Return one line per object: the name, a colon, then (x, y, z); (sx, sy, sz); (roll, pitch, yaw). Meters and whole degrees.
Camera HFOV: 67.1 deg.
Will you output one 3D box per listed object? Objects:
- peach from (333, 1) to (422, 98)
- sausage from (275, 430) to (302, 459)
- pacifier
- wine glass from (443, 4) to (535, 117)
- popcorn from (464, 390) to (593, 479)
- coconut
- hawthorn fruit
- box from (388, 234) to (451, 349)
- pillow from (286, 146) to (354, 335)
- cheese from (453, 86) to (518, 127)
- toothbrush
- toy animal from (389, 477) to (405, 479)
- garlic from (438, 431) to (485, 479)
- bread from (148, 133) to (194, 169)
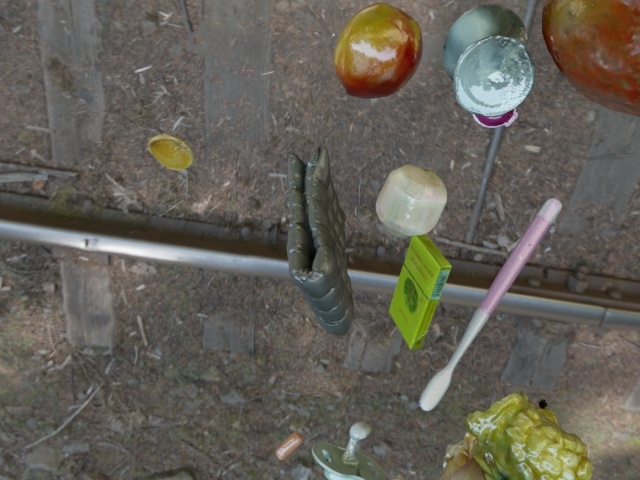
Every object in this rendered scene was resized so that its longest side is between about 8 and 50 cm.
peach: (0.197, -0.655, 1.699); (0.307, 0.308, 0.332); (36, 119, -13)
sausage: (-0.079, 0.514, 1.211); (0.034, 0.034, 0.083); (41, 99, -15)
pacifier: (0.060, 0.393, 0.904); (0.150, 0.127, 0.117); (21, 90, -7)
wine glass: (0.488, -0.513, 1.394); (0.266, 0.406, 0.267); (6, 123, 10)
popcorn: (0.365, 0.364, 0.854); (0.169, 0.189, 0.218); (-22, 147, -19)
coconut: (0.220, -0.090, 1.206); (0.170, 0.171, 0.183); (18, 126, -6)
hawthorn fruit: (0.612, -0.420, 0.894); (0.401, 0.403, 0.404); (1, 113, 1)
box: (0.306, 0.161, 1.530); (0.047, 0.187, 0.335); (-1, 125, -19)
pillow: (0.000, 0.000, 0.969); (0.101, 0.327, 0.228); (-10, 142, 13)
cheese: (0.591, -0.500, 1.723); (0.244, 0.062, 0.155); (37, 112, 5)
toothbrush: (0.188, 0.063, 0.526); (0.020, 0.025, 0.286); (36, 75, 9)
toy animal: (0.126, 0.372, 0.617); (0.083, 0.089, 0.150); (7, 105, -21)
garlic: (0.323, 0.557, 1.023); (0.285, 0.313, 0.250); (-24, 98, 27)
bread: (-0.348, -0.205, 1.127); (0.109, 0.025, 0.110); (8, 143, 6)
